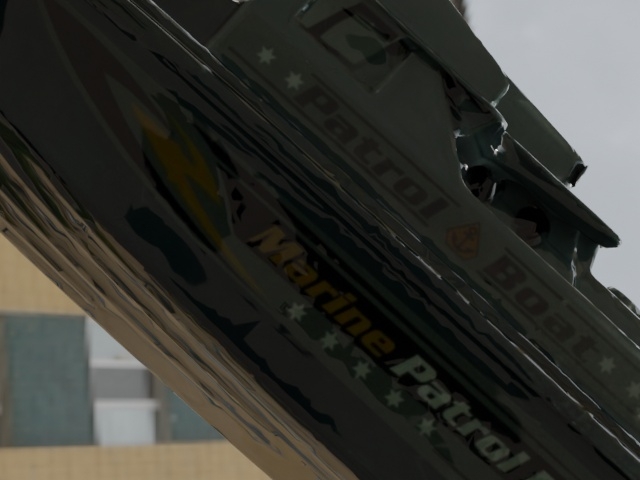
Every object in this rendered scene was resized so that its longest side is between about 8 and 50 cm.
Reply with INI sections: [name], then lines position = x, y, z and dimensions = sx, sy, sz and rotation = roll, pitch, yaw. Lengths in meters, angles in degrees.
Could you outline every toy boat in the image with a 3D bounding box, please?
[toy boat]
position = 0.003, -0.001, 0.483
dimensions = 0.122, 0.114, 0.296
rotation = -45, -88, -5
